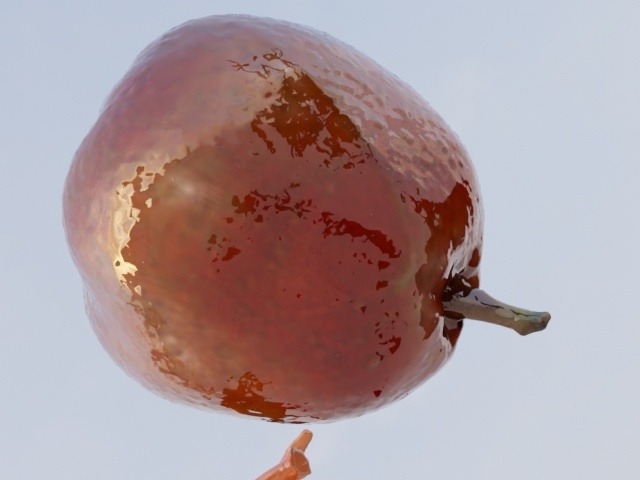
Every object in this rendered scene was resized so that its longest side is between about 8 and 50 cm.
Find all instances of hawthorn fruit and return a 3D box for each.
[{"bbox_3d":[0.000,0.000,0.816,0.196,0.226,0.196,22,-90,-77],"label":"hawthorn fruit"}]

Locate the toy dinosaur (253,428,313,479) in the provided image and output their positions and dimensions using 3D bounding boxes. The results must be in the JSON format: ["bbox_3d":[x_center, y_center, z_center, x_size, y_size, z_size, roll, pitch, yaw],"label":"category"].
[{"bbox_3d":[-0.033,0.152,0.883,0.101,0.055,0.279,-48,-2,29],"label":"toy dinosaur"}]
